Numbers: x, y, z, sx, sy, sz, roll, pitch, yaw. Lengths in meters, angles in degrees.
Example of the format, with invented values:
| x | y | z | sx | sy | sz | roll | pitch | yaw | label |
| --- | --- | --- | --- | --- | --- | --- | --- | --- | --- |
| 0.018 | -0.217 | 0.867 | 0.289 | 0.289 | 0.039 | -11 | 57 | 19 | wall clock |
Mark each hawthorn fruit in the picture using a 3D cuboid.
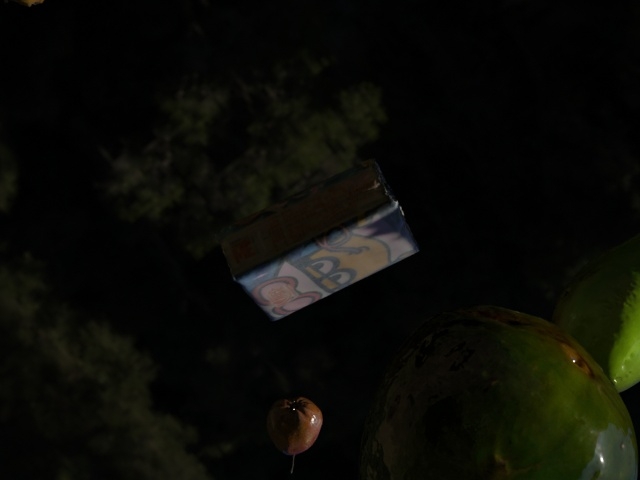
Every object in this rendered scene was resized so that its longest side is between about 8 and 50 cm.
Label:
| x | y | z | sx | sy | sz | roll | pitch | yaw | label |
| --- | --- | --- | --- | --- | --- | --- | --- | --- | --- |
| -0.029 | 0.232 | 1.703 | 0.067 | 0.103 | 0.067 | -3 | -144 | 2 | hawthorn fruit |

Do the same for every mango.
| x | y | z | sx | sy | sz | roll | pitch | yaw | label |
| --- | --- | --- | --- | --- | --- | --- | --- | --- | --- |
| 0.301 | 0.055 | 1.378 | 0.125 | 0.111 | 0.233 | 19 | -118 | 37 | mango |

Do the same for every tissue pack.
| x | y | z | sx | sy | sz | roll | pitch | yaw | label |
| --- | --- | --- | --- | --- | --- | --- | --- | --- | --- |
| 0.000 | 0.000 | 1.259 | 0.155 | 0.065 | 0.115 | -24 | 153 | 5 | tissue pack |

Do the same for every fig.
| x | y | z | sx | sy | sz | roll | pitch | yaw | label |
| --- | --- | --- | --- | --- | --- | --- | --- | --- | --- |
| 0.097 | 0.163 | 0.974 | 0.245 | 0.195 | 0.195 | -46 | -166 | 3 | fig |

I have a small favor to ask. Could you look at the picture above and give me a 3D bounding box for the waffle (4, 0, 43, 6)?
| x | y | z | sx | sy | sz | roll | pitch | yaw | label |
| --- | --- | --- | --- | --- | --- | --- | --- | --- | --- |
| -0.233 | -0.313 | 1.176 | 0.213 | 0.091 | 0.308 | -31 | -136 | -22 | waffle |
